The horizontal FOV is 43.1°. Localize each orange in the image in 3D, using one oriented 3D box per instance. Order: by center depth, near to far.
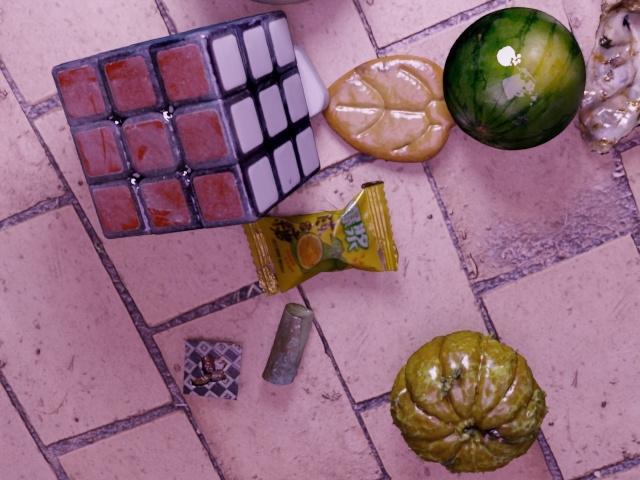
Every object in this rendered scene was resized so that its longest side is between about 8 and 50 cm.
[{"bbox_3d":[0.294,0.309,1.582,0.301,0.223,0.300,27,122,-6],"label":"orange"}]

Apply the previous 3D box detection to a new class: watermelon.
[{"bbox_3d":[0.330,-0.275,1.389,0.242,0.242,0.242,1,107,2],"label":"watermelon"}]

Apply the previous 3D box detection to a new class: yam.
[{"bbox_3d":[-0.064,0.214,1.649,0.068,0.068,0.169,18,108,-3],"label":"yam"}]

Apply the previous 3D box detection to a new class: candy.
[{"bbox_3d":[0.000,0.000,1.574,0.297,0.081,0.187,-10,107,17],"label":"candy"}]

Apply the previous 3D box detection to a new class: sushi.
[{"bbox_3d":[-0.224,0.265,1.692,0.120,0.026,0.126,6,103,3],"label":"sushi"}]

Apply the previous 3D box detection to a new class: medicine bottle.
[{"bbox_3d":[-0.070,-0.298,1.480,0.119,0.069,0.183,-26,101,25],"label":"medicine bottle"}]

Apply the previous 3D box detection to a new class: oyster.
[{"bbox_3d":[0.538,-0.304,1.459,0.166,0.094,0.294,27,118,13],"label":"oyster"}]

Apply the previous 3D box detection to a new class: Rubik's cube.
[{"bbox_3d":[-0.210,-0.198,1.370,0.305,0.301,0.304,-4,110,23],"label":"Rubik's cube"}]

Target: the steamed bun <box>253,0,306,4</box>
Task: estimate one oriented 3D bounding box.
[{"bbox_3d":[-0.066,-0.552,1.334,0.324,0.206,0.324,1,110,3],"label":"steamed bun"}]

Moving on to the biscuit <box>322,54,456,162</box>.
[{"bbox_3d":[0.127,-0.243,1.506,0.260,0.041,0.203,6,108,6],"label":"biscuit"}]
